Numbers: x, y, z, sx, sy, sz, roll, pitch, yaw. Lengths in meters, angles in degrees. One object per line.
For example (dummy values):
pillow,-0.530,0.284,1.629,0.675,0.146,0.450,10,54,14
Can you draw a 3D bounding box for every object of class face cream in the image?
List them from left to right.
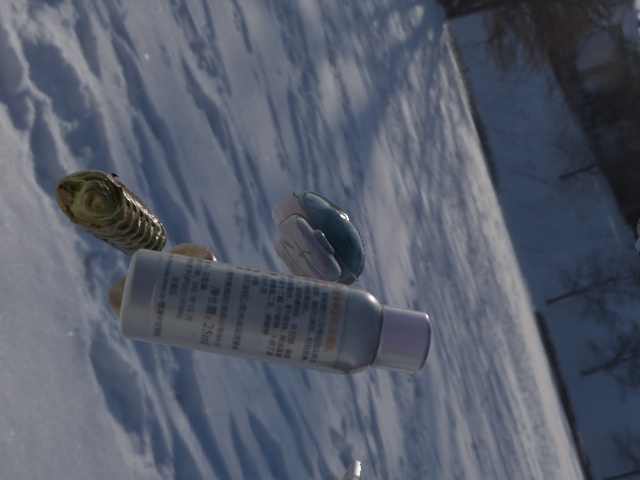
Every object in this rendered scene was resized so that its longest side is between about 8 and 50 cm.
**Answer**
face cream,-0.035,0.069,0.764,0.082,0.269,0.082,-168,-90,-83

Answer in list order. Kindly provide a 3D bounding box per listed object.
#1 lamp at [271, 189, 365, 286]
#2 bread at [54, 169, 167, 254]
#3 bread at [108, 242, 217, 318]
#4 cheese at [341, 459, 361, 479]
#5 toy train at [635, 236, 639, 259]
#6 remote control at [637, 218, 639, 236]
lamp,0.002,-0.002,1.359,0.179,0.108,0.246,49,10,-2
bread,-0.270,-0.030,1.166,0.367,0.084,0.077,89,10,-83
bread,-0.153,0.051,0.880,0.115,0.082,0.056,-34,120,-30
cheese,0.024,0.290,0.856,0.050,0.127,0.255,26,12,-1
toy train,0.536,-0.038,1.098,0.188,0.265,0.300,46,2,19
remote control,0.352,-0.033,0.669,0.072,0.222,0.042,33,56,-31
